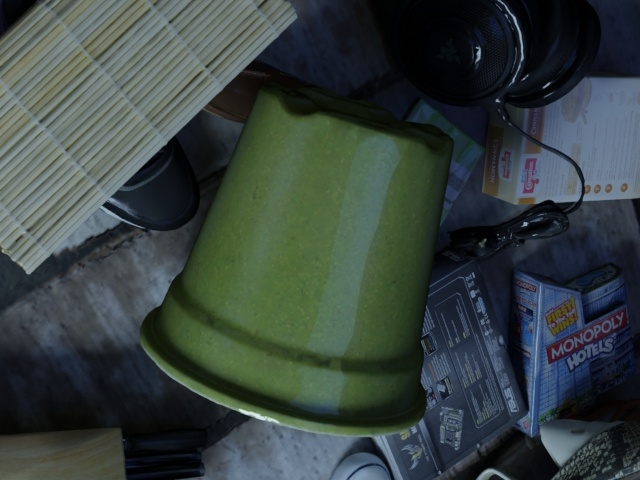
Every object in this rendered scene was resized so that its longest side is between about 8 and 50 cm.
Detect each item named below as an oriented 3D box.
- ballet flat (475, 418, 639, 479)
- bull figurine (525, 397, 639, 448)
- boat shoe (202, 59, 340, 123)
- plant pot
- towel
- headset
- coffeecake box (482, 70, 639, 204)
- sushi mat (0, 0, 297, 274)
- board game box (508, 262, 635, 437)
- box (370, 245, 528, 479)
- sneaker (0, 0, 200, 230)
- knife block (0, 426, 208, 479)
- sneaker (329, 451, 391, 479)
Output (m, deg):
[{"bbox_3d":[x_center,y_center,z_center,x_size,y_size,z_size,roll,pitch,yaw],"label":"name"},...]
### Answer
[{"bbox_3d":[0.257,0.320,1.214,0.483,0.182,0.164,-43,136,13],"label":"ballet flat"},{"bbox_3d":[0.364,0.352,1.358,0.188,0.101,0.310,-9,104,-19],"label":"bull figurine"},{"bbox_3d":[-0.041,-0.138,1.031,0.178,0.060,0.064,11,99,-29],"label":"boat shoe"},{"bbox_3d":[0.000,0.000,0.956,0.276,0.276,0.254,9,105,-29],"label":"plant pot"},{"bbox_3d":[0.108,-0.064,1.151,0.113,0.023,0.152,33,88,-31],"label":"towel"},{"bbox_3d":[0.154,-0.186,1.034,0.243,0.185,0.394,-9,80,-51],"label":"headset"},{"bbox_3d":[0.284,-0.120,1.200,0.185,0.068,0.142,-4,106,-27],"label":"coffeecake box"},{"bbox_3d":[-0.175,-0.132,0.844,0.316,0.019,0.151,-45,110,-6],"label":"sushi mat"},{"bbox_3d":[0.304,0.110,1.283,0.194,0.060,0.194,-22,114,-20],"label":"board game box"},{"bbox_3d":[0.125,0.149,1.203,0.183,0.056,0.231,-30,116,-16],"label":"box"},{"bbox_3d":[-0.195,-0.107,0.923,0.107,0.124,0.283,-42,119,-11],"label":"sneaker"},{"bbox_3d":[-0.241,0.216,1.006,0.276,0.088,0.242,44,58,-8],"label":"knife block"},{"bbox_3d":[0.048,0.374,1.206,0.094,0.091,0.258,-1,105,-27],"label":"sneaker"}]
